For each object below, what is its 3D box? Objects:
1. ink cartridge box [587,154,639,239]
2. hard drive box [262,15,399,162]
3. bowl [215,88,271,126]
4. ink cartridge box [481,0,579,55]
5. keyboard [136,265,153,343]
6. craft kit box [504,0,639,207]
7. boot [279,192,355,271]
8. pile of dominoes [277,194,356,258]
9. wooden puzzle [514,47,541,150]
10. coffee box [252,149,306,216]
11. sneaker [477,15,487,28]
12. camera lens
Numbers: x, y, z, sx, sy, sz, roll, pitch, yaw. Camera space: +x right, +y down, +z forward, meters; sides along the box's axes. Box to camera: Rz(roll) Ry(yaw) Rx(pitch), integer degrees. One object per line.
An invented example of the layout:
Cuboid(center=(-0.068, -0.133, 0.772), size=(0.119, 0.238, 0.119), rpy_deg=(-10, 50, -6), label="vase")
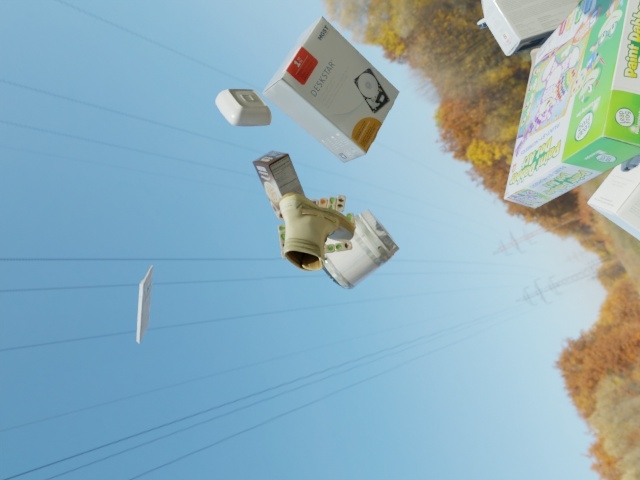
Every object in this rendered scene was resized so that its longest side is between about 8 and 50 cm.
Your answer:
Cuboid(center=(0.746, -0.129, 1.067), size=(0.207, 0.283, 0.117), rpy_deg=(31, -167, -11), label="ink cartridge box")
Cuboid(center=(0.026, -0.306, 1.070), size=(0.232, 0.089, 0.181), rpy_deg=(36, -111, -23), label="hard drive box")
Cuboid(center=(-0.217, -0.391, 1.487), size=(0.142, 0.053, 0.142), rpy_deg=(-10, -129, -36), label="bowl")
Cuboid(center=(0.398, -0.498, 1.027), size=(0.189, 0.066, 0.232), rpy_deg=(-23, -103, -18), label="ink cartridge box")
Cuboid(center=(-0.476, 0.179, 1.403), size=(0.014, 0.255, 0.072), rpy_deg=(20, -141, -1), label="keyboard")
Cuboid(center=(0.325, -0.187, 0.643), size=(0.250, 0.061, 0.246), rpy_deg=(104, 179, -79), label="craft kit box")
Cuboid(center=(0.000, 0.000, 1.423), size=(0.262, 0.095, 0.203), rpy_deg=(27, -137, -37), label="boot")
Cuboid(center=(-0.014, -0.052, 1.676), size=(0.040, 0.252, 0.195), rpy_deg=(114, 147, -70), label="pile of dominoes")
Cuboid(center=(0.699, -0.380, 1.469), size=(0.322, 0.081, 0.347), rpy_deg=(-141, 53, -71), label="wooden puzzle")
Cuboid(center=(-0.145, -0.205, 1.951), size=(0.098, 0.141, 0.246), rpy_deg=(-34, -62, -22), label="coffee box")
Cuboid(center=(0.562, -0.675, 1.575), size=(0.072, 0.178, 0.077), rpy_deg=(-44, -68, -19), label="sneaker")
Cuboid(center=(0.138, 0.038, 1.990), size=(0.219, 0.274, 0.219), rpy_deg=(49, -172, -10), label="camera lens")
